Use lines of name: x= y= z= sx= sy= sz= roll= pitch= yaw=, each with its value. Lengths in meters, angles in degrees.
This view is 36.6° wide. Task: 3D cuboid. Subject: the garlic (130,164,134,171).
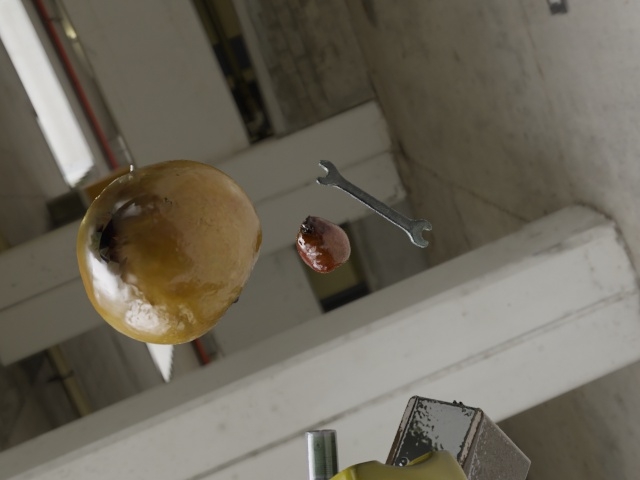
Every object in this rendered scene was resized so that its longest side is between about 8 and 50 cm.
garlic: x=-0.354 y=-0.055 z=1.795 sx=0.152 sy=0.066 sz=0.084 roll=87 pitch=168 yaw=-49

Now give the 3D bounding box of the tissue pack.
tissue pack: x=0.097 y=0.330 z=1.158 sx=0.123 sy=0.178 sz=0.127 roll=-51 pitch=50 yaw=44

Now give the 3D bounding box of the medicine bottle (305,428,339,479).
medicine bottle: x=0.006 y=0.429 z=1.670 sx=0.057 sy=0.058 sz=0.199 roll=84 pitch=-176 yaw=-81

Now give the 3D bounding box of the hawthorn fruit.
hawthorn fruit: x=0.000 y=0.000 z=1.474 sx=0.093 sy=0.081 sz=0.081 roll=58 pitch=-177 yaw=-35

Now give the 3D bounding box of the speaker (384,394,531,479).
speaker: x=0.243 y=0.404 z=1.704 sx=0.153 sy=0.192 sz=0.231 roll=5 pitch=150 yaw=39

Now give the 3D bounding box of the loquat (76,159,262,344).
loquat: x=-0.204 y=0.017 z=1.339 sx=0.263 sy=0.263 sz=0.263 roll=157 pitch=90 yaw=-87

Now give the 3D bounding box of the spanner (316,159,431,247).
spanner: x=0.099 y=-0.069 z=1.791 sx=0.254 sy=0.054 sz=0.015 roll=32 pitch=161 yaw=-6
